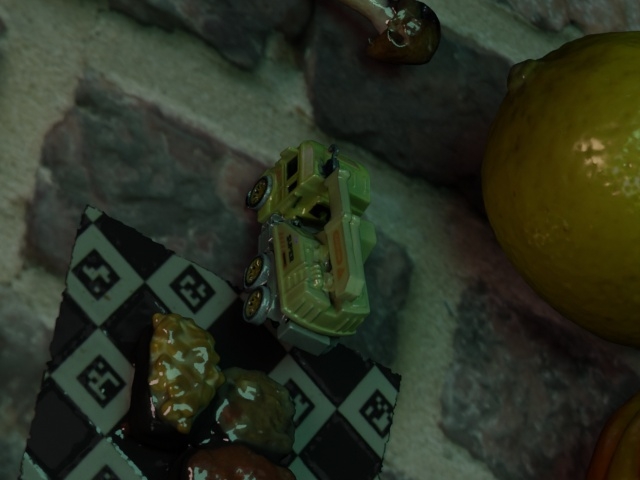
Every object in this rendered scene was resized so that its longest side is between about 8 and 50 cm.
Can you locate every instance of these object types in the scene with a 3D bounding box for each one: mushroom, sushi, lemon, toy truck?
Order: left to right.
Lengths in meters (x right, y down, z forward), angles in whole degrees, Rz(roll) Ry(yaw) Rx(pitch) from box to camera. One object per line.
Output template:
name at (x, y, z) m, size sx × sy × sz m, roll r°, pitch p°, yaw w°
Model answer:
sushi at (-0.063, 0.146, 1.388) m, size 0.294 × 0.059 × 0.292 m, roll 27°, pitch 55°, yaw -23°
toy truck at (0.000, 0.000, 1.457) m, size 0.077 × 0.100 × 0.169 m, roll 26°, pitch 42°, yaw -25°
mushroom at (0.014, -0.198, 1.617) m, size 0.187 × 0.061 × 0.060 m, roll 25°, pitch 51°, yaw -11°
lemon at (0.270, -0.035, 1.598) m, size 0.320 × 0.245 × 0.245 m, roll 43°, pitch 50°, yaw -16°

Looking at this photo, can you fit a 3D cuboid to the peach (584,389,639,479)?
peach at (0.366, 0.238, 1.520) m, size 0.308 × 0.308 × 0.332 m, roll -37°, pitch 103°, yaw -41°
